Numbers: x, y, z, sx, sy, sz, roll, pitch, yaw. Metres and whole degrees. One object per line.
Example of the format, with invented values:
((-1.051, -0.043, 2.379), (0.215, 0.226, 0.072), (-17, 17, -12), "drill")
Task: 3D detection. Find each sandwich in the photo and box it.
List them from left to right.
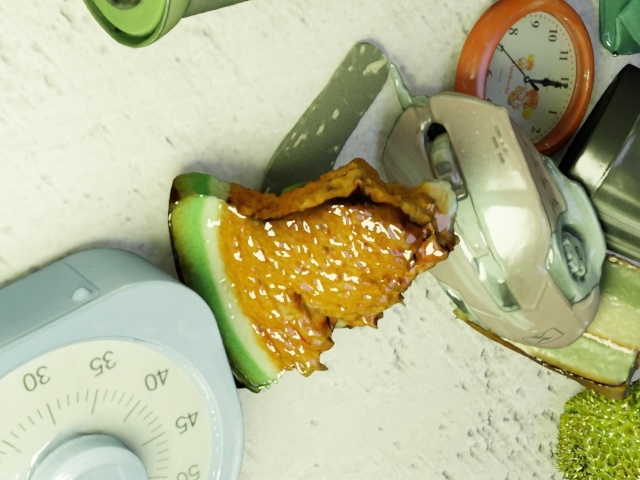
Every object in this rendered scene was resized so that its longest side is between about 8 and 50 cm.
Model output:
((0.000, 0.000, 1.423), (0.162, 0.301, 0.250), (-75, 145, -55), "sandwich")
((0.302, 0.086, 1.737), (0.155, 0.227, 0.198), (-64, 164, -3), "sandwich")

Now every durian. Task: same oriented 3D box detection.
((0.391, 0.277, 1.836), (0.159, 0.146, 0.198), (-29, 118, -23), "durian")

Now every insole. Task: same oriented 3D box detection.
((-0.004, -0.104, 1.505), (0.081, 0.011, 0.248), (37, 83, -39), "insole")

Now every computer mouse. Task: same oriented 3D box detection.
((0.180, -0.028, 1.541), (0.389, 0.199, 0.115), (57, 28, -17), "computer mouse")

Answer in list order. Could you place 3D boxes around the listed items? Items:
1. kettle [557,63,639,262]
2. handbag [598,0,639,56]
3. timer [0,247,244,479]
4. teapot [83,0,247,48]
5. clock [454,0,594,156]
((0.416, -0.045, 1.647), (0.271, 0.251, 0.207), (30, 67, 4), "kettle")
((0.457, -0.364, 1.692), (0.269, 0.100, 0.274), (-16, 115, -30), "handbag")
((-0.245, 0.227, 1.345), (0.395, 0.173, 0.395), (-13, 112, -33), "timer")
((-0.046, -0.332, 1.264), (0.337, 0.200, 0.270), (-21, 148, -31), "teapot")
((0.237, -0.187, 1.625), (0.205, 0.051, 0.205), (-12, 111, -33), "clock")
